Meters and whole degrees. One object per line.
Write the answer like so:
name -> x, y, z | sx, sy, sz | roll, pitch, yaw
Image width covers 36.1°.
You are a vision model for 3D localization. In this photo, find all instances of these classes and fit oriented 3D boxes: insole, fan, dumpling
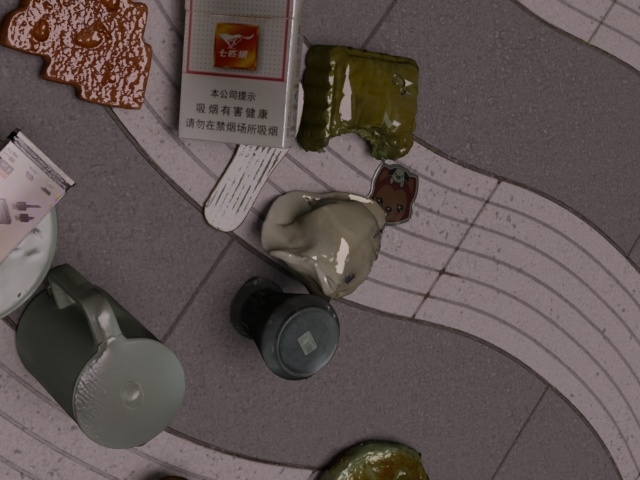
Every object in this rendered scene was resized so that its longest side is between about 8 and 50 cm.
insole -> -0.128, -0.177, 1.955 | 0.119, 0.009, 0.348 | 29, 87, -15
fan -> 0.147, -0.061, 2.167 | 0.132, 0.009, 0.220 | 15, 92, -30
dumpling -> 0.000, 0.000, 2.016 | 0.243, 0.187, 0.318 | 32, 38, 2

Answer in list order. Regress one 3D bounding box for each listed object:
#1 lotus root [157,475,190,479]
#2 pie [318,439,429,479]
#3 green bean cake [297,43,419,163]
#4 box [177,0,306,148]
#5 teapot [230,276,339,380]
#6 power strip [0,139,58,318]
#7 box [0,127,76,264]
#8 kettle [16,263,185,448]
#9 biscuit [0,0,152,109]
lotus root -> -0.267, 0.603, 1.967 | 0.193, 0.193, 0.291 | -23, 108, -25
pie -> 0.114, 0.605, 2.257 | 0.371, 0.078, 0.296 | -5, 104, -32
green bean cake -> 0.084, -0.277, 2.013 | 0.236, 0.124, 0.233 | 2, 100, -32
box -> -0.144, -0.344, 1.814 | 0.210, 0.095, 0.330 | 7, 99, 12
teapot -> -0.071, 0.181, 1.962 | 0.171, 0.225, 0.203 | -29, 115, -20
power strip -> -0.607, -0.023, 1.626 | 0.357, 0.161, 0.357 | -7, 104, -30
box -> -0.518, -0.046, 1.562 | 0.247, 0.033, 0.129 | -51, 123, -13
kettle -> -0.383, 0.184, 1.710 | 0.205, 0.318, 0.265 | 8, 100, -33
biscuit -> -0.407, -0.360, 1.744 | 0.284, 0.043, 0.306 | -39, 120, -20
